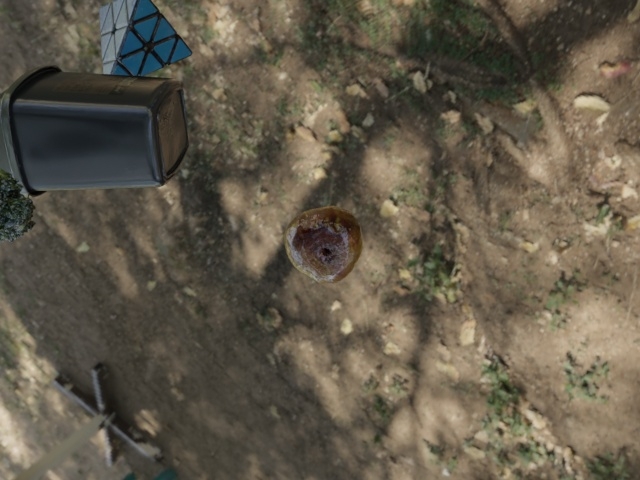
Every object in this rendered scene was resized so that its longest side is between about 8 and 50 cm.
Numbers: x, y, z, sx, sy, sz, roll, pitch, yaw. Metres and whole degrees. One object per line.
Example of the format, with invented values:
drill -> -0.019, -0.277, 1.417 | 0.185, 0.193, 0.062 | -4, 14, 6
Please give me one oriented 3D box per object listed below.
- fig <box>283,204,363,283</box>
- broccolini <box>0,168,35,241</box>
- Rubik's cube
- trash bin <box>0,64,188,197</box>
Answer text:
fig -> 0.000, 0.000, 1.542 | 0.159, 0.159, 0.257 | 48, 177, -11
broccolini -> -0.494, -0.130, 0.894 | 0.392, 0.074, 0.079 | 36, 124, 12
Rubik's cube -> -0.382, -0.445, 1.475 | 0.190, 0.211, 0.178 | 46, 147, 10
trash bin -> -0.364, -0.170, 1.155 | 0.290, 0.209, 0.183 | 2, 117, 6
